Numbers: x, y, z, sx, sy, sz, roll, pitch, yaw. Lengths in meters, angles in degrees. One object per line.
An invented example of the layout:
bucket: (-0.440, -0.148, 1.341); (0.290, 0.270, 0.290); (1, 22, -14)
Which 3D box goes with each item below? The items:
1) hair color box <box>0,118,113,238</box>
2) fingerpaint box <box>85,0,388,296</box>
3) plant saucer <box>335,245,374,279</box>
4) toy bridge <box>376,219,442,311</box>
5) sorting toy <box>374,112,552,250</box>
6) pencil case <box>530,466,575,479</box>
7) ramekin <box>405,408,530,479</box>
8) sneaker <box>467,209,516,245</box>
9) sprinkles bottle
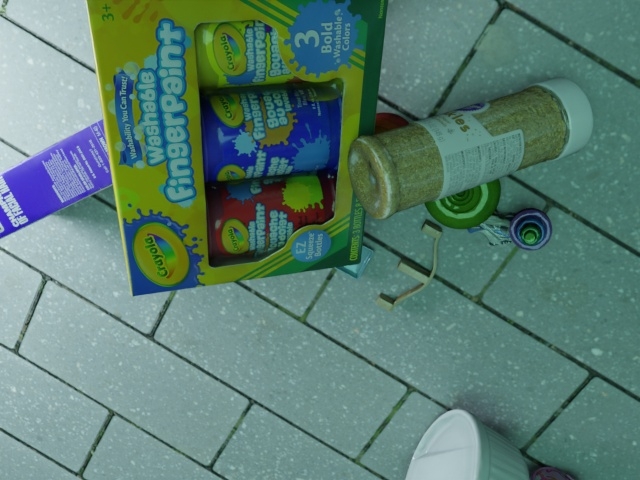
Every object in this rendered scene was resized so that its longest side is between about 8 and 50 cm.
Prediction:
hair color box: (-0.434, -0.122, 1.151); (0.338, 0.185, 0.110); (-23, 104, 18)
fingerpaint box: (-0.117, -0.156, 0.950); (0.371, 0.163, 0.445); (-7, 126, -15)
plant saucer: (0.000, 0.000, 1.195); (0.192, 0.018, 0.067); (28, 113, 0)
toy bridge: (0.169, 0.056, 1.174); (0.063, 0.026, 0.188); (28, 114, -1)
sorting toy: (0.195, -0.085, 1.033); (0.365, 0.126, 0.127); (31, 106, 11)
pencil case: (0.424, 0.581, 1.271); (0.124, 0.124, 0.284); (13, 113, 7)
ramekin: (0.263, 0.455, 1.184); (0.127, 0.273, 0.273); (23, 114, -10)
sneaker: (0.312, -0.017, 1.109); (0.135, 0.052, 0.058); (21, 120, 13)
sprinkles bottle: (0.219, -0.136, 0.946); (0.355, 0.121, 0.121); (-20, 108, -19)
